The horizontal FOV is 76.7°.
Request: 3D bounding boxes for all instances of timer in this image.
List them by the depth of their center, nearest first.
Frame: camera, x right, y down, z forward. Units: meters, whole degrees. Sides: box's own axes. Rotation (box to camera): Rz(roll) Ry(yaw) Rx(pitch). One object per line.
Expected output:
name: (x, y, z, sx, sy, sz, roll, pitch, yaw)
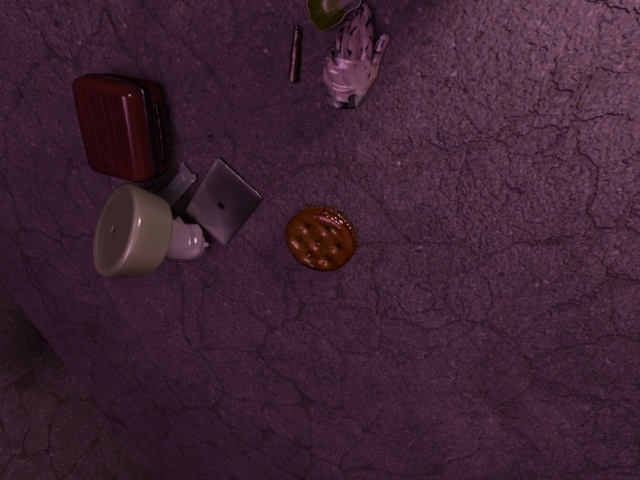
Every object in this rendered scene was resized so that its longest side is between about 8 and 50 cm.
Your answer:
timer: (-0.518, -0.008, 1.315, 0.290, 0.315, 0.291, -11, 73, 39)

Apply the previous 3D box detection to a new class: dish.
dish: (0.037, -0.536, 0.912, 0.137, 0.039, 0.091, -7, 111, 29)

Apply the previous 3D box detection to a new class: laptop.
laptop: (-0.320, -0.117, 1.319, 0.187, 0.015, 0.269, 42, 125, -5)

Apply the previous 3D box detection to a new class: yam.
yam: (-0.061, -0.460, 1.004, 0.033, 0.027, 0.130, 32, 129, 30)

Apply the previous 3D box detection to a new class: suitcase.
suitcase: (-0.588, -0.337, 1.215, 0.236, 0.161, 0.298, 16, 122, 14)

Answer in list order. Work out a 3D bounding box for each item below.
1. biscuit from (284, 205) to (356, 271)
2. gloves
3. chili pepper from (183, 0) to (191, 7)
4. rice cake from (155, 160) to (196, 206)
biscuit: (0.000, 0.000, 1.220, 0.220, 0.066, 0.221, 11, 122, 17)
gloves: (0.076, -0.419, 0.927, 0.127, 0.111, 0.212, 22, 131, 13)
chili pepper: (-0.389, -0.665, 1.011, 0.191, 0.050, 0.059, 52, 141, -2)
rice cake: (-0.515, -0.157, 1.363, 0.290, 0.051, 0.081, -33, 68, 33)
